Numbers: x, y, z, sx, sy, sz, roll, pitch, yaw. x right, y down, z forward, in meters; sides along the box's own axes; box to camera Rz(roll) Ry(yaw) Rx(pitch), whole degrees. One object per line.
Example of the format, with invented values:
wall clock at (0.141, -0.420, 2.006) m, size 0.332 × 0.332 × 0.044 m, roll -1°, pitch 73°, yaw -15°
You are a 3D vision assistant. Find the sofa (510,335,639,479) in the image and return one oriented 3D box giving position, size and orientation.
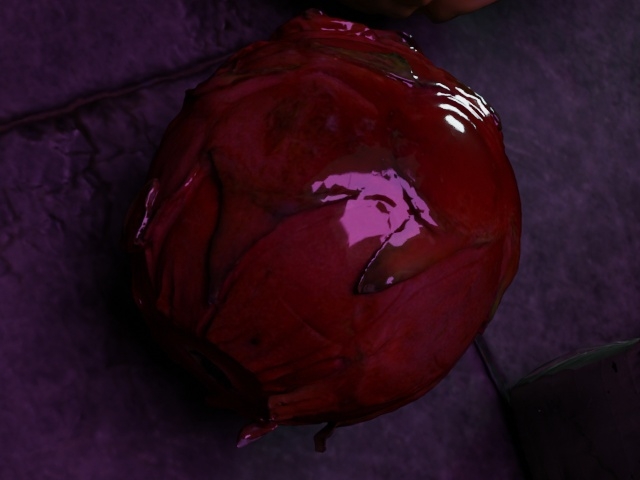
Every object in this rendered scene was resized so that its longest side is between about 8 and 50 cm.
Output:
sofa at (0.271, 0.145, 1.086) m, size 0.225 × 0.176 × 0.210 m, roll -13°, pitch 81°, yaw -32°

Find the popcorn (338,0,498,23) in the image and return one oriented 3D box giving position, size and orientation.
popcorn at (0.092, -0.271, 1.098) m, size 0.332 × 0.225 × 0.265 m, roll 11°, pitch 51°, yaw -37°

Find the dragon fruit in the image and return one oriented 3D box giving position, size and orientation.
dragon fruit at (0.003, -0.009, 0.955) m, size 0.241 × 0.241 × 0.252 m, roll 54°, pitch 44°, yaw -4°
